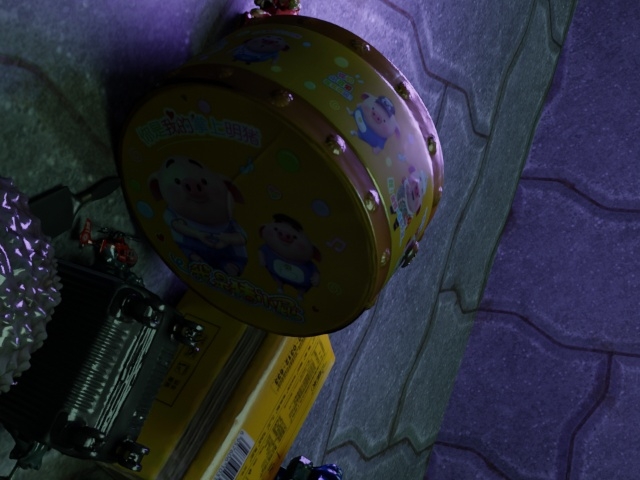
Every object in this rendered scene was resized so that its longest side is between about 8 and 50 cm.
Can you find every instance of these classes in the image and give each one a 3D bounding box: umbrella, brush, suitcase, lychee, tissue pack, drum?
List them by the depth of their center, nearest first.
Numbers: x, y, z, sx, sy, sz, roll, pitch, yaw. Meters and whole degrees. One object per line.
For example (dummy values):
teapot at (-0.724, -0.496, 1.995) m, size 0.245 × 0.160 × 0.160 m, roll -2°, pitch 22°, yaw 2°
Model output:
lychee at (-0.380, 0.034, 0.828) m, size 0.300 × 0.300 × 0.300 m, roll -43°, pitch 141°, yaw -47°
suitcase at (-0.296, 0.120, 1.006) m, size 0.128 × 0.312 × 0.202 m, roll 38°, pitch 71°, yaw -51°
umbrella at (-0.341, 0.178, 1.155) m, size 0.349 × 0.094 × 0.143 m, roll -61°, pitch -176°, yaw -9°
brush at (-0.328, -0.046, 1.175) m, size 0.193 × 0.016 × 0.063 m, roll -36°, pitch 137°, yaw -52°
drum at (-0.053, -0.083, 1.243) m, size 0.214 × 0.431 × 0.431 m, roll -49°, pitch 146°, yaw -42°
tissue pack at (-0.161, 0.262, 1.458) m, size 0.382 × 0.228 × 0.293 m, roll -59°, pitch 154°, yaw -25°

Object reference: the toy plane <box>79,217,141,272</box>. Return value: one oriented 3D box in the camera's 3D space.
toy plane at (-0.295, 0.010, 1.255) m, size 0.145 × 0.037 × 0.060 m, roll 31°, pitch 73°, yaw -66°

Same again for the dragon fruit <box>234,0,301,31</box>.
dragon fruit at (-0.083, -0.291, 1.388) m, size 0.166 × 0.160 × 0.172 m, roll 18°, pitch 71°, yaw -30°

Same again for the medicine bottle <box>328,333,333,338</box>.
medicine bottle at (0.000, 0.000, 1.648) m, size 0.339 × 0.208 × 0.208 m, roll -60°, pitch 152°, yaw -25°

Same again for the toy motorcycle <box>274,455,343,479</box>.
toy motorcycle at (-0.057, 0.466, 1.536) m, size 0.331 × 0.125 × 0.196 m, roll -47°, pitch -168°, yaw 52°
